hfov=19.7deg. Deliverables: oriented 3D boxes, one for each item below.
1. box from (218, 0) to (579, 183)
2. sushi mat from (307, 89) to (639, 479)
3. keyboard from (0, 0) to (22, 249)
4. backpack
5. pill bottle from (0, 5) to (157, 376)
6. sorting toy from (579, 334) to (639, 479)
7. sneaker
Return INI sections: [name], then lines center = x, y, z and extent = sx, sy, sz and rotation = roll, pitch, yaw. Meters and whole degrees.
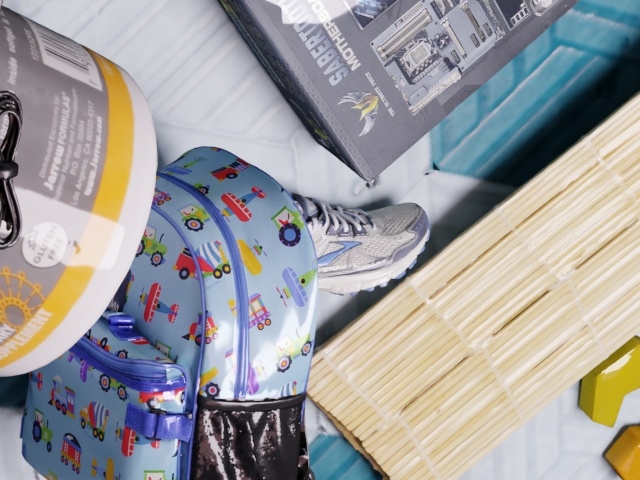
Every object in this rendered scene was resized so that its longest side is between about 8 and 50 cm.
[box]
center = 0.028, -0.170, 0.939
extent = 0.183, 0.059, 0.233
rotation = -42, 128, -6
[sushi mat]
center = 0.140, 0.025, 1.106
extent = 0.316, 0.019, 0.151
rotation = -39, 124, -1
[keyboard]
center = -0.159, -0.034, 0.718
extent = 0.108, 0.023, 0.180
rotation = 11, 97, -37
[backpack]
center = -0.074, 0.044, 0.926
extent = 0.117, 0.158, 0.173
rotation = -7, 115, -36
[pill bottle]
center = -0.221, -0.054, 0.786
extent = 0.278, 0.162, 0.162
rotation = 24, 100, -37
[sorting toy]
center = 0.284, 0.017, 1.205
extent = 0.307, 0.041, 0.229
rotation = -39, 125, -1
[sneaker]
center = 0.000, 0.000, 1.016
extent = 0.135, 0.052, 0.058
rotation = -21, 119, -21
